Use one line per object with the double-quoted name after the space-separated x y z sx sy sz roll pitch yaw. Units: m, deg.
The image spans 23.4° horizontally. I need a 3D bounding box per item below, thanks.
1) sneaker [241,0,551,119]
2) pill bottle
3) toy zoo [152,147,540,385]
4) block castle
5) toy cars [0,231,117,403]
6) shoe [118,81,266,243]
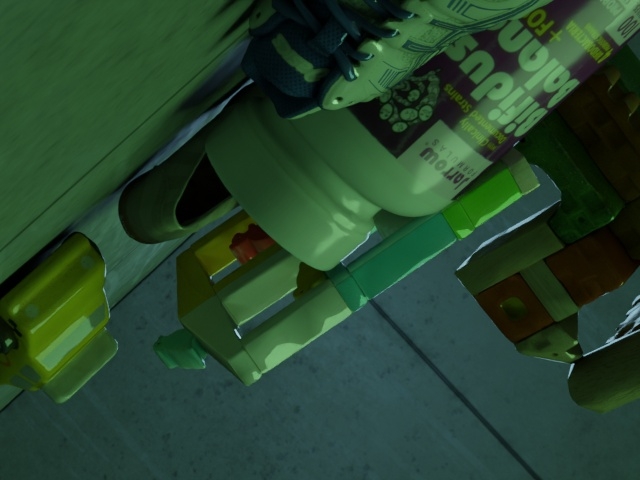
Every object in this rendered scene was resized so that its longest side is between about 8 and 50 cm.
0.033 -0.118 0.770 0.131 0.112 0.296 -43 -179 -10 "sneaker"
0.071 -0.123 1.016 0.301 0.169 0.169 -43 -179 14 "pill bottle"
0.000 0.000 1.140 0.293 0.030 0.192 -34 -153 -1 "toy zoo"
0.236 -0.104 1.345 0.213 0.453 0.303 -32 -173 42 "block castle"
-0.271 0.135 1.181 0.394 0.087 0.176 -42 -179 22 "toy cars"
-0.060 -0.065 1.187 0.219 0.076 0.058 -42 -161 -34 "shoe"
